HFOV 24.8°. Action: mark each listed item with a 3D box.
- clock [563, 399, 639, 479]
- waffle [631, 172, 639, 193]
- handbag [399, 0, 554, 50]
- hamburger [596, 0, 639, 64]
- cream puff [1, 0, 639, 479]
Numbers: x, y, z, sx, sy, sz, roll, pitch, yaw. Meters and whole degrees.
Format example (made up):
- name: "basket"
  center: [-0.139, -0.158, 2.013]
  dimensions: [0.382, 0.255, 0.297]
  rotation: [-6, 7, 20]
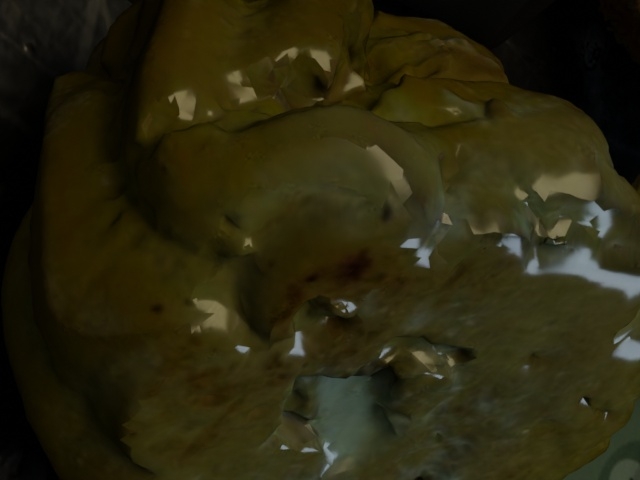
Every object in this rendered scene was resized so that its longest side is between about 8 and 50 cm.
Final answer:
- name: "clock"
  center: [0.233, 0.163, 1.002]
  dimensions: [0.319, 0.066, 0.319]
  rotation: [13, 69, -38]
- name: "waffle"
  center: [0.282, -0.022, 0.945]
  dimensions: [0.160, 0.055, 0.211]
  rotation: [31, 92, -32]
- name: "handbag"
  center: [0.087, -0.248, 0.860]
  dimensions: [0.285, 0.257, 0.113]
  rotation: [26, 51, -31]
- name: "hamburger"
  center: [0.335, -0.198, 1.057]
  dimensions: [0.291, 0.225, 0.291]
  rotation: [30, 32, -21]
- name: "cream puff"
  center: [0.001, 0.001, 0.740]
  dimensions: [0.324, 0.291, 0.257]
  rotation: [3, 46, -26]
